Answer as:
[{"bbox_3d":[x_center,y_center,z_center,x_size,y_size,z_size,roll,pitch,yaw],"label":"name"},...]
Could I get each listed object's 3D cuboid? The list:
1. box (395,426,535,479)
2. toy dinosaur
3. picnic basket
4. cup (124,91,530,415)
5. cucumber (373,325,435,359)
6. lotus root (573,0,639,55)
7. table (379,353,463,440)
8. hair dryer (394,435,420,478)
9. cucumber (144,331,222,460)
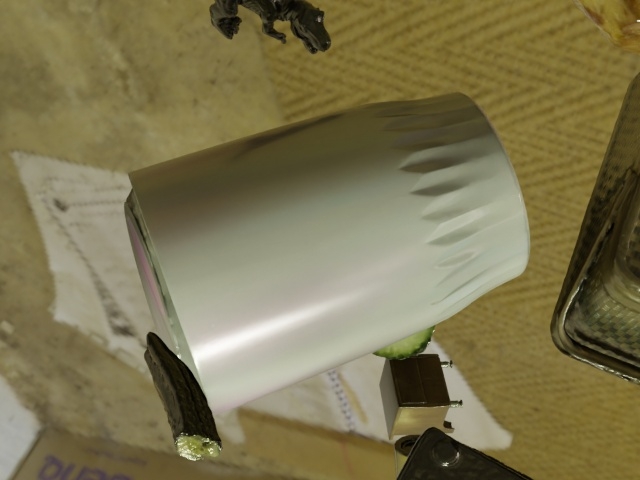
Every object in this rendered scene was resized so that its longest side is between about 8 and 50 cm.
[{"bbox_3d":[0.096,0.201,0.726,0.126,0.125,0.027,28,170,6],"label":"box"},{"bbox_3d":[-0.063,-0.281,1.201,0.187,0.087,0.179,19,161,-3],"label":"toy dinosaur"},{"bbox_3d":[0.270,-0.023,0.745,0.165,0.266,0.139,23,158,2],"label":"picnic basket"},{"bbox_3d":[0.000,0.000,1.128,0.372,0.253,0.253,-20,136,-7],"label":"cup"},{"bbox_3d":[0.103,0.038,1.408,0.134,0.244,0.134,7,114,15],"label":"cucumber"},{"bbox_3d":[0.307,-0.284,0.929,0.316,0.249,0.316,-7,162,-2],"label":"lotus root"},{"bbox_3d":[0.122,0.187,1.368,0.082,0.083,0.070,0,136,-10],"label":"table"},{"bbox_3d":[0.262,0.437,1.992,0.279,0.090,0.134,5,107,29],"label":"hair dryer"},{"bbox_3d":[-0.106,0.116,0.856,0.034,0.135,0.033,-9,129,-17],"label":"cucumber"}]
